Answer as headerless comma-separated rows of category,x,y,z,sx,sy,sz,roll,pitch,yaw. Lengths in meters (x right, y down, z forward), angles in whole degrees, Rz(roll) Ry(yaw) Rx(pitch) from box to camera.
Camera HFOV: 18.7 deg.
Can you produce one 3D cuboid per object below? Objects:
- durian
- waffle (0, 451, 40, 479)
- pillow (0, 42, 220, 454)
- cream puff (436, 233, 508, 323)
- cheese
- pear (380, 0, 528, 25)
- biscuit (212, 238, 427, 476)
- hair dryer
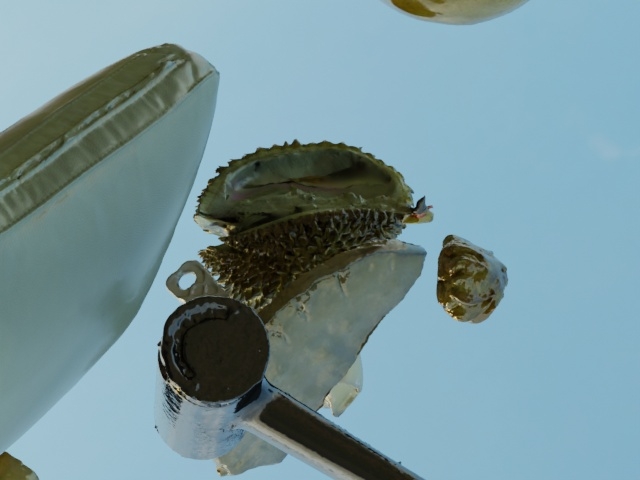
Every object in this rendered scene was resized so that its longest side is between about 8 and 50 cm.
durian,0.000,0.000,1.950,0.237,0.138,0.193,3,-143,18
waffle,-0.355,0.355,1.953,0.168,0.057,0.274,-65,177,-50
pillow,-0.193,0.030,1.188,0.322,0.120,0.255,-44,164,-46
cream puff,0.131,0.032,1.668,0.058,0.083,0.083,-7,-105,16
cheese,-0.061,0.097,2.149,0.163,0.071,0.249,-26,-123,-3
pear,0.134,-0.296,1.779,0.209,0.209,0.209,-32,-148,24
biscuit,-0.021,0.101,1.804,0.290,0.141,0.038,-52,-132,4
hair dryer,-0.024,0.158,1.581,0.089,0.251,0.197,-58,176,-23
